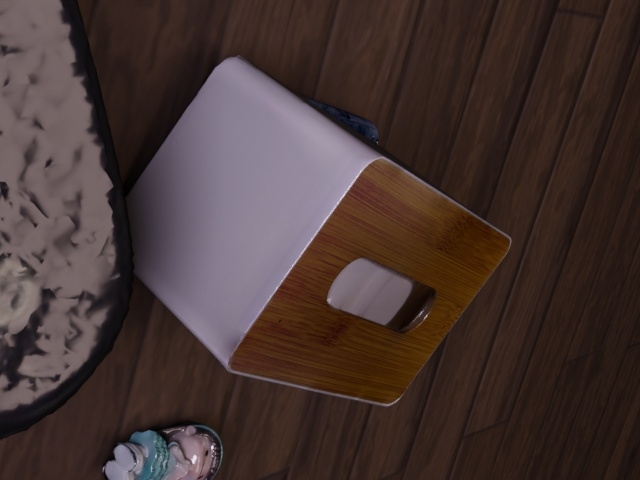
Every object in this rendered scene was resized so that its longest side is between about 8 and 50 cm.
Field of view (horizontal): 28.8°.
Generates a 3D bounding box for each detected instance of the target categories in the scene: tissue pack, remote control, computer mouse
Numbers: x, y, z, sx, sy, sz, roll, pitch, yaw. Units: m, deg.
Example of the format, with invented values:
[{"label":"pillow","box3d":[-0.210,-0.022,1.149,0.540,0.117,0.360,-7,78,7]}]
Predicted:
[{"label":"tissue pack","box3d":[-0.001,0.001,0.856,0.159,0.136,0.246,-55,150,7]},{"label":"remote control","box3d":[-0.001,-0.083,0.928,0.152,0.027,0.044,7,112,-57]},{"label":"computer mouse","box3d":[-0.188,-0.056,0.566,0.183,0.116,0.323,-27,119,-37]}]

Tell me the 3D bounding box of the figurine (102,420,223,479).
[{"label":"figurine","box3d":[-0.114,0.164,0.913,0.106,0.047,0.060,7,97,-56]}]
